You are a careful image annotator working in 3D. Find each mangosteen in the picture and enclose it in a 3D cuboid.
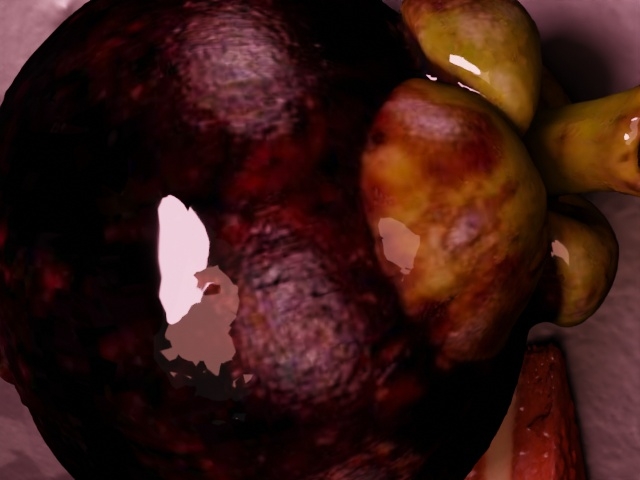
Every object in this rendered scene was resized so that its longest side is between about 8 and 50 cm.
[{"bbox_3d":[-0.013,-0.006,0.631,0.297,0.313,0.297,44,161,19],"label":"mangosteen"}]

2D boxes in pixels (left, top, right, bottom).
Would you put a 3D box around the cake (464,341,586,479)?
[{"bbox_3d":[0.062,0.201,0.732,0.158,0.159,0.262,-2,108,27],"label":"cake"}]
